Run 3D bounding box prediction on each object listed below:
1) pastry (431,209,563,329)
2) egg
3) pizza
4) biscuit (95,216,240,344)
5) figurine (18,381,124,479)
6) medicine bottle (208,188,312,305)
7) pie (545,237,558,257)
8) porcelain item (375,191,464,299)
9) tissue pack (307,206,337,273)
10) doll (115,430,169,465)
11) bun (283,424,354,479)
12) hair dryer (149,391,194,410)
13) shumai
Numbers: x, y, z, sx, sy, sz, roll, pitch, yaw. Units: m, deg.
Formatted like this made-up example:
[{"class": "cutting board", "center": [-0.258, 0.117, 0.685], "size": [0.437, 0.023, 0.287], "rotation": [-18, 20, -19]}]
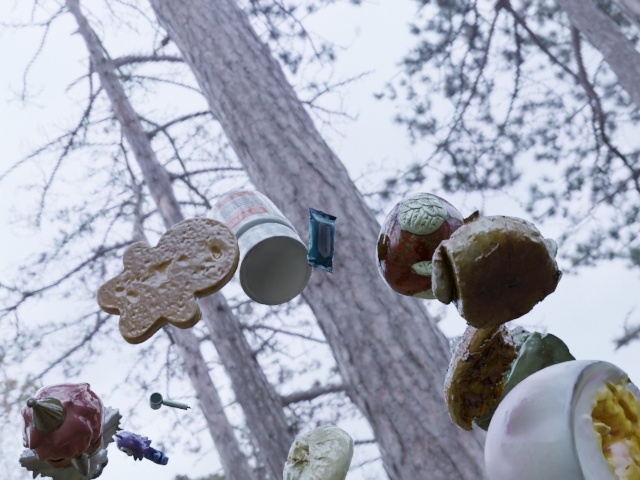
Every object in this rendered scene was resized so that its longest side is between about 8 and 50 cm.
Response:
[{"class": "pastry", "center": [0.308, 0.055, 1.369], "size": [0.228, 0.100, 0.219], "rotation": [-1, -56, -13]}, {"class": "egg", "center": [0.509, 0.456, 1.697], "size": [0.354, 0.355, 0.339], "rotation": [-3, -17, -40]}, {"class": "pizza", "center": [0.327, 0.267, 1.583], "size": [0.161, 0.085, 0.306], "rotation": [-14, -55, -27]}, {"class": "biscuit", "center": [-0.350, 0.085, 1.852], "size": [0.355, 0.275, 0.052], "rotation": [-41, -27, -16]}, {"class": "figurine", "center": [-0.466, 0.362, 1.460], "size": [0.207, 0.166, 0.387], "rotation": [-19, -26, -20]}, {"class": "medicine bottle", "center": [-0.167, 0.012, 2.081], "size": [0.211, 0.371, 0.211], "rotation": [-7, -67, -17]}, {"class": "pie", "center": [0.513, 0.030, 1.818], "size": [0.021, 0.084, 0.084], "rotation": [31, -65, -30]}, {"class": "porcelain item", "center": [0.254, 0.014, 1.777], "size": [0.252, 0.253, 0.253], "rotation": [-23, -31, -15]}, {"class": "tissue pack", "center": [0.000, 0.000, 1.769], "size": [0.085, 0.138, 0.028], "rotation": [20, -22, -40]}, {"class": "doll", "center": [-0.448, 0.529, 1.981], "size": [0.206, 0.109, 0.067], "rotation": [45, -121, -41]}, {"class": "bun", "center": [-0.019, 0.525, 1.839], "size": [0.222, 0.127, 0.222], "rotation": [-53, 7, 9]}, {"class": "hair dryer", "center": [-0.405, 0.446, 2.135], "size": [0.124, 0.038, 0.063], "rotation": [13, -27, -8]}, {"class": "shumai", "center": [0.528, 0.344, 2.111], "size": [0.288, 0.292, 0.330], "rotation": [-19, -37, 28]}]
